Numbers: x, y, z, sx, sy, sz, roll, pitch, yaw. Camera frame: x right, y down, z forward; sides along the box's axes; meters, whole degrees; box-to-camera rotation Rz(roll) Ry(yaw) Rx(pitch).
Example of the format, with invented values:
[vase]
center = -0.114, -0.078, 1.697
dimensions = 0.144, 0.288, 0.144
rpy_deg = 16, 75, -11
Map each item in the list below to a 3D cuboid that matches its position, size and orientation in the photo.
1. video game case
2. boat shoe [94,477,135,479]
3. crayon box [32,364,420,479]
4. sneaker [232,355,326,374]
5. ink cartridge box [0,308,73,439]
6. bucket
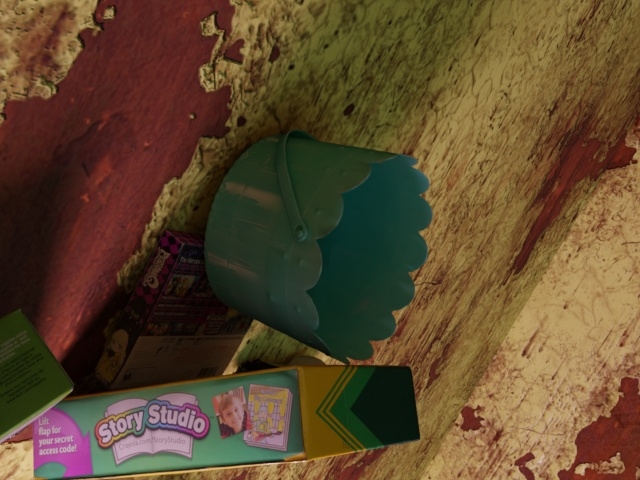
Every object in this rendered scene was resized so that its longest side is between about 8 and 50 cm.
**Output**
[video game case]
center = -0.164, 0.094, 1.128
dimensions = 0.232, 0.042, 0.210
rpy_deg = 9, 113, -60
[boat shoe]
center = -0.347, 0.441, 1.127
dimensions = 0.324, 0.123, 0.116
rpy_deg = -52, -164, -13
[crayon box]
center = -0.105, 0.223, 1.051
dimensions = 0.313, 0.363, 0.106
rpy_deg = 15, 66, -62
[sneaker]
center = -0.065, 0.238, 1.396
dimensions = 0.237, 0.085, 0.086
rpy_deg = 7, 104, -59
[ink cartridge box]
center = -0.377, 0.185, 0.858
dimensions = 0.189, 0.097, 0.255
rpy_deg = -34, 180, -35
[bucket]
center = 0.000, 0.000, 1.079
dimensions = 0.281, 0.183, 0.281
rpy_deg = -37, 137, -45
